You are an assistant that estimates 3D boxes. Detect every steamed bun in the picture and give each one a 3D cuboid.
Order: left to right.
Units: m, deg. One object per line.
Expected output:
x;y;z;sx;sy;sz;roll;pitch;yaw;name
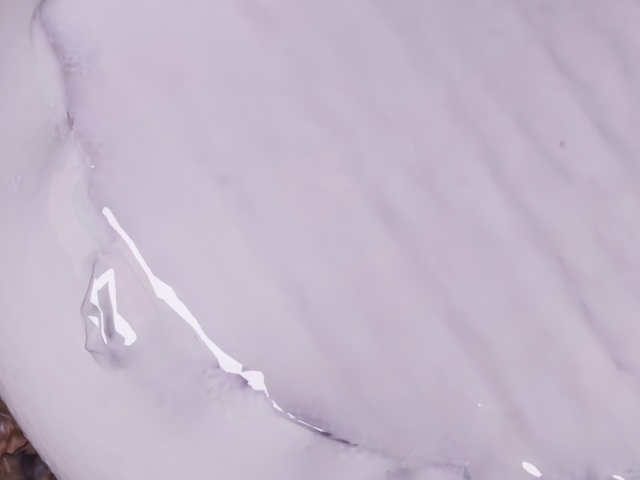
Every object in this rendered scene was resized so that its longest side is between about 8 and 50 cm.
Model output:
0.037;-0.013;0.585;0.309;0.309;0.309;6;97;62;steamed bun

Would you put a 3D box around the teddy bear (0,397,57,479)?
-0.160;0.139;1.018;0.296;0.246;0.222;43;155;17;teddy bear
